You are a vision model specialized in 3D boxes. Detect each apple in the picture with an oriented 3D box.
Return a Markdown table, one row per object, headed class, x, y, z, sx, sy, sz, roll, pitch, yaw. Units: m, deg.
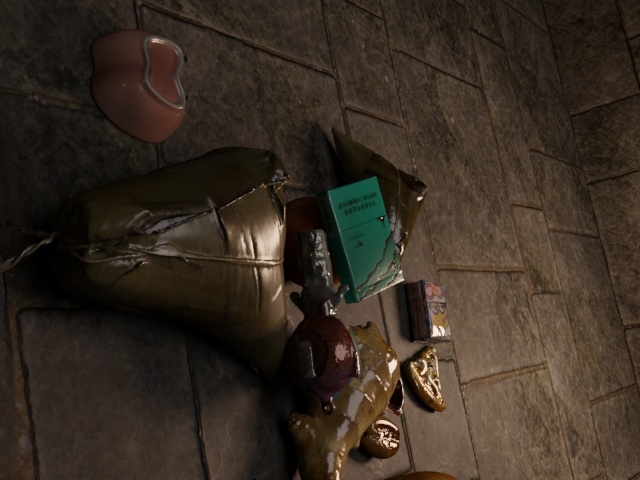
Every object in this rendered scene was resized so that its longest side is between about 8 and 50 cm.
| class | x | y | z | sx | sy | sz | roll | pitch | yaw |
| --- | --- | --- | --- | --- | --- | --- | --- | --- | --- |
| apple | 0.000 | 0.000 | 1.662 | 0.201 | 0.162 | 0.201 | 29 | 54 | -48 |

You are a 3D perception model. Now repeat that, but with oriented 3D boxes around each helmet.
| class | x | y | z | sx | sy | sz | roll | pitch | yaw |
| --- | --- | --- | --- | --- | --- | --- | --- | --- | --- |
| helmet | 0.142 | 0.345 | 1.805 | 0.089 | 0.057 | 0.111 | 48 | 36 | -37 |

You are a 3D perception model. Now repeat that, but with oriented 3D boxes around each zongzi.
| class | x | y | z | sx | sy | sz | roll | pitch | yaw |
| --- | --- | --- | --- | --- | --- | --- | --- | --- | --- |
| zongzi | -0.228 | 0.117 | 1.280 | 0.500 | 0.218 | 0.466 | -25 | 111 | -48 |
| zongzi | 0.094 | -0.093 | 1.895 | 0.300 | 0.145 | 0.274 | 39 | 49 | -17 |

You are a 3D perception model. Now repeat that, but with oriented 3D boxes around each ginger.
| class | x | y | z | sx | sy | sz | roll | pitch | yaw |
| --- | --- | --- | --- | --- | --- | --- | --- | --- | --- |
| ginger | 0.037 | 0.310 | 1.582 | 0.236 | 0.166 | 0.375 | 68 | 28 | -21 |

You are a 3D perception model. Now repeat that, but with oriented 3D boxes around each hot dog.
| class | x | y | z | sx | sy | sz | roll | pitch | yaw |
| --- | --- | --- | --- | --- | --- | --- | --- | --- | --- |
| hot dog | 0.132 | 0.432 | 1.757 | 0.140 | 0.060 | 0.089 | 21 | 63 | -42 |

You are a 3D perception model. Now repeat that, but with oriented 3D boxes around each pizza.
| class | x | y | z | sx | sy | sz | roll | pitch | yaw |
| --- | --- | --- | --- | --- | --- | --- | --- | --- | --- |
| pizza | 0.276 | 0.338 | 2.021 | 0.184 | 0.036 | 0.176 | 59 | 36 | -21 |

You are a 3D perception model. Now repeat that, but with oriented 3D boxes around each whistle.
| class | x | y | z | sx | sy | sz | roll | pitch | yaw |
| --- | --- | --- | --- | --- | --- | --- | --- | --- | --- |
| whistle | -0.001 | 0.151 | 1.505 | 0.134 | 0.142 | 0.346 | 1 | 77 | -33 |

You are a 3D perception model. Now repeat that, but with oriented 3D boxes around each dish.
| class | x | y | z | sx | sy | sz | roll | pitch | yaw |
| --- | --- | --- | --- | --- | --- | --- | --- | --- | --- |
| dish | -0.300 | -0.288 | 1.425 | 0.213 | 0.090 | 0.213 | 28 | 53 | -46 |

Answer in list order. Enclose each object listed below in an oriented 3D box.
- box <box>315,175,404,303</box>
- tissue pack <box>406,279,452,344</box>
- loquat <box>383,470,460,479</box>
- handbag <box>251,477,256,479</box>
| class | x | y | z | sx | sy | sz | roll | pitch | yaw |
| --- | --- | --- | --- | --- | --- | --- | --- | --- | --- |
| box | 0.082 | -0.004 | 1.607 | 0.161 | 0.042 | 0.226 | -21 | 97 | -46 |
| tissue pack | 0.280 | 0.186 | 2.068 | 0.115 | 0.065 | 0.155 | 17 | 62 | -52 |
| loquat | 0.198 | 0.608 | 1.541 | 0.328 | 0.328 | 0.328 | 28 | 53 | -46 |
| handbag | -0.079 | 0.568 | 1.363 | 0.211 | 0.089 | 0.254 | 48 | 37 | -29 |
